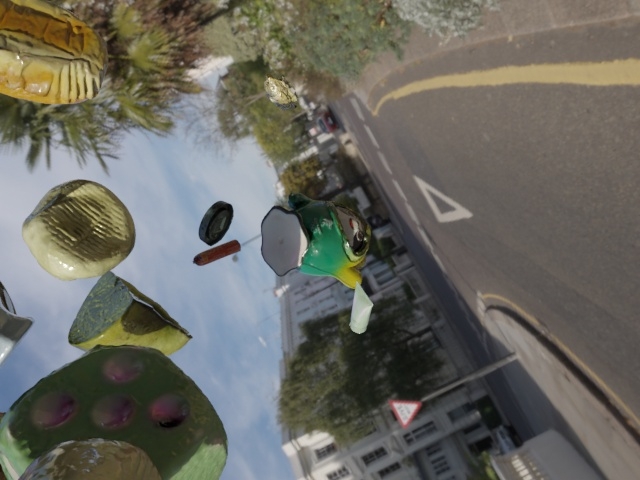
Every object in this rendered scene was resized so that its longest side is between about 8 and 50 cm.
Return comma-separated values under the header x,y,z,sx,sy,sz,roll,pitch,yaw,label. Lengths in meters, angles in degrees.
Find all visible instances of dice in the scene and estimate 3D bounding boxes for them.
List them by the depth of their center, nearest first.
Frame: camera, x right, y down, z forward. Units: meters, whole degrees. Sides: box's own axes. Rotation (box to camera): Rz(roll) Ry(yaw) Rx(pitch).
x,y,z,sx,sy,sz,roll,pitch,yaw,label
-0.399,0.421,0.995,0.331,0.318,0.322,32,130,25,dice

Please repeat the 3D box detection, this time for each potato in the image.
x,y,z,sx,sy,sz,roll,pitch,yaw,label
-0.548,0.270,1.481,0.330,0.212,0.280,22,160,53,potato

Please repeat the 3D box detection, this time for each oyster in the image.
x,y,z,sx,sy,sz,roll,pitch,yaw,label
-0.134,-0.465,1.647,0.133,0.071,0.209,33,170,-12,oyster

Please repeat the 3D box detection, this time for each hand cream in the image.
x,y,z,sx,sy,sz,roll,pitch,yaw,label
0.110,0.186,1.354,0.078,0.050,0.204,59,163,30,hand cream

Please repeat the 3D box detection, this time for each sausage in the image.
x,y,z,sx,sy,sz,roll,pitch,yaw,label
-0.252,0.032,1.221,0.034,0.130,0.034,23,123,40,sausage

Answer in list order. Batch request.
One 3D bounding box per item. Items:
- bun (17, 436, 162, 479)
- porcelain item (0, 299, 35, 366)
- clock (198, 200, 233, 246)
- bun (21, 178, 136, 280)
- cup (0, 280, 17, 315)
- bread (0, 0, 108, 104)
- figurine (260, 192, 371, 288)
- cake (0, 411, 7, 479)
x,y,z,sx,sy,sz,roll,pitch,yaw,label
-0.294,0.431,0.617,0.361,0.213,0.360,-21,-90,-86,bun
-0.922,0.164,1.208,0.405,0.242,0.178,37,-173,-19,porcelain item
-0.185,-0.031,0.902,0.017,0.085,0.085,27,176,15,clock
-0.527,-0.016,1.110,0.230,0.145,0.229,20,-125,-32,bun
-1.027,0.197,1.458,0.185,0.226,0.241,53,158,34,cup
-0.731,-0.471,1.240,0.389,0.183,0.235,17,-114,-29,bread
0.000,0.000,1.518,0.340,0.232,0.323,2,-120,-48,figurine
-0.843,0.586,1.360,0.292,0.196,0.198,-69,-3,-47,cake
